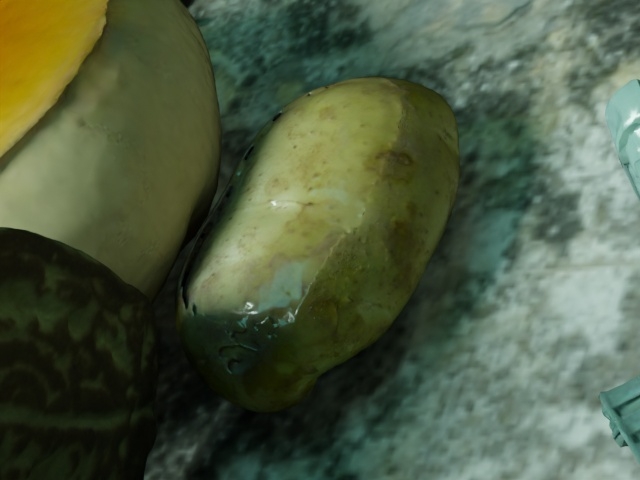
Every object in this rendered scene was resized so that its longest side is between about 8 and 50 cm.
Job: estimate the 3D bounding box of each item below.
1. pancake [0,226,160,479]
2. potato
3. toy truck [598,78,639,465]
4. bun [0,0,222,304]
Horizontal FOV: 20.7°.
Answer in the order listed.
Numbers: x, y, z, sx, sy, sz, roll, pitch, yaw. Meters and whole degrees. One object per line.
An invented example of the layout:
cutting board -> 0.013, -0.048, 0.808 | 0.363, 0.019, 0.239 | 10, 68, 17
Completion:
pancake -> -0.145, 0.110, 0.656 | 0.031, 0.250, 0.250 | 19, 65, 31
potato -> 0.000, 0.000, 0.771 | 0.107, 0.080, 0.170 | 7, 60, 30
toy truck -> 0.243, -0.013, 0.571 | 0.338, 0.133, 0.184 | -22, 47, 16
bun -> -0.173, -0.006, 0.835 | 0.299, 0.165, 0.299 | -21, 36, 16
